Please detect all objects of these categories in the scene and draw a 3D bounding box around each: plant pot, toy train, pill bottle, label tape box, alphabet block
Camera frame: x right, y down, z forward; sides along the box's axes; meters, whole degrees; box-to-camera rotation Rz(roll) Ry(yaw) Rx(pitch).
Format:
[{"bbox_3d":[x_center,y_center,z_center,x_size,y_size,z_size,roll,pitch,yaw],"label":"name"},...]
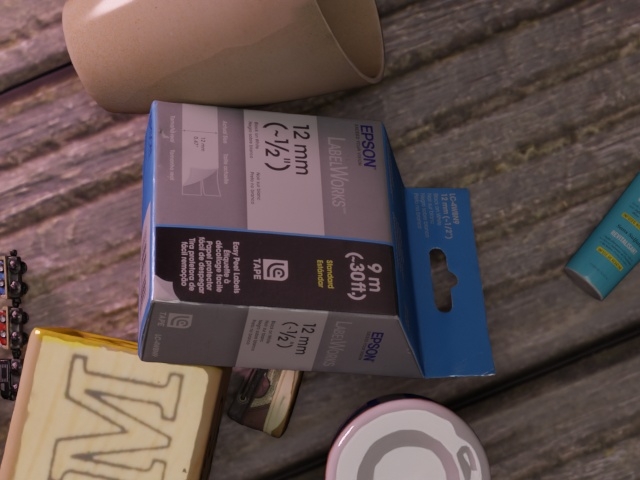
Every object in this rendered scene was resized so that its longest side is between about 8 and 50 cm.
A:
[{"bbox_3d":[-0.110,-0.234,1.785,0.274,0.256,0.256,-19,87,17],"label":"plant pot"},{"bbox_3d":[-0.326,0.089,1.862,0.036,0.027,0.158,-2,88,12],"label":"toy train"},{"bbox_3d":[0.081,0.225,1.725,0.152,0.272,0.152,0,86,1],"label":"pill bottle"},{"bbox_3d":[0.000,0.000,1.735,0.347,0.115,0.249,3,51,-8],"label":"label tape box"},{"bbox_3d":[-0.204,0.200,1.774,0.193,0.192,0.197,12,88,0],"label":"alphabet block"}]

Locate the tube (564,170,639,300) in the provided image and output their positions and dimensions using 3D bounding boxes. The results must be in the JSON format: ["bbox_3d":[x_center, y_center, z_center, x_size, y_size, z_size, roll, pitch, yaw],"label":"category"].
[{"bbox_3d":[0.339,-0.030,1.850,0.080,0.052,0.207,42,83,-8],"label":"tube"}]

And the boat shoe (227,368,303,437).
[{"bbox_3d":[-0.043,0.089,1.830,0.073,0.080,0.224,14,90,-1],"label":"boat shoe"}]
